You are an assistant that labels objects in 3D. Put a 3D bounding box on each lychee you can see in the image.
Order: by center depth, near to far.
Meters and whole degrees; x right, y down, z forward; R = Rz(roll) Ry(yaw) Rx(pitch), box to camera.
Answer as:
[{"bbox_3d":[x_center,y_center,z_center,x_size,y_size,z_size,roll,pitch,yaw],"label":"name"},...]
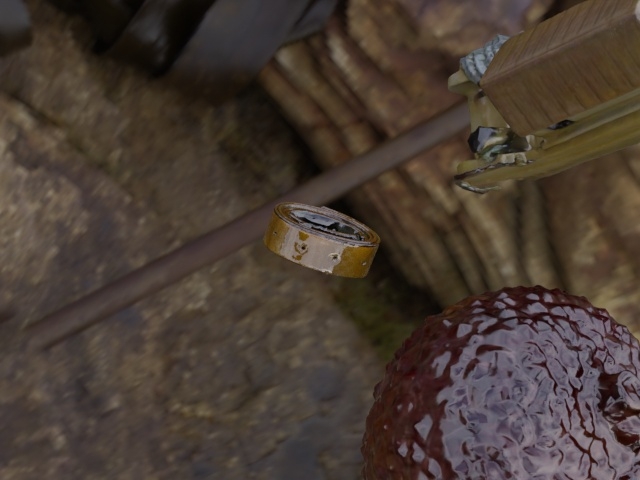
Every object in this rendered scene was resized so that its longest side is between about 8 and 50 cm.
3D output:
[{"bbox_3d":[0.145,0.163,1.395,0.261,0.260,0.260,5,75,-19],"label":"lychee"}]

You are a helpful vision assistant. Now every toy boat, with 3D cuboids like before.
[{"bbox_3d":[0.267,-0.162,1.578,0.162,0.445,0.135,11,69,-40],"label":"toy boat"}]

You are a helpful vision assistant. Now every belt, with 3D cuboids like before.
[{"bbox_3d":[0.000,0.000,1.397,0.083,0.059,0.036,17,111,-11],"label":"belt"}]
